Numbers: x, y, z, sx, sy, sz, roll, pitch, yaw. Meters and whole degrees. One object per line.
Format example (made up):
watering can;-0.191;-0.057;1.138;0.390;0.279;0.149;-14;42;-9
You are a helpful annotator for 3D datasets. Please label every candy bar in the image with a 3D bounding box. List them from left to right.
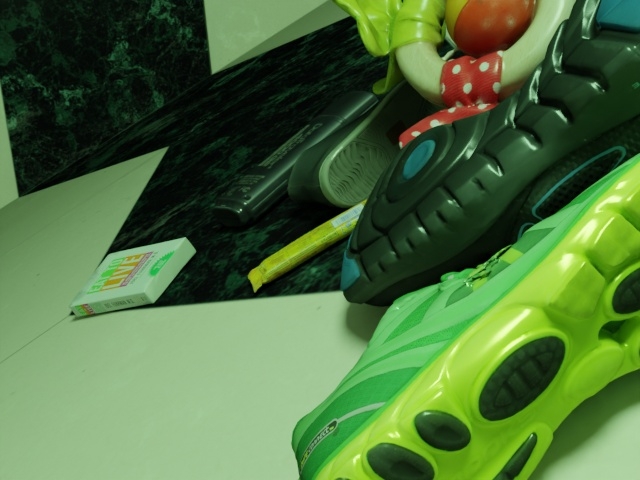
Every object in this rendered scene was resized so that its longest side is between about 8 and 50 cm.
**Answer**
candy bar;0.000;0.000;0.750;0.162;0.018;0.040;-30;24;0

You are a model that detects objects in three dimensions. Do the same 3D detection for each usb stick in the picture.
usb stick;-0.024;-0.110;0.994;0.077;0.045;0.278;7;42;48

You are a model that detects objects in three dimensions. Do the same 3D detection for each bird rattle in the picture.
bird rattle;0.125;-0.173;0.670;0.207;0.143;0.253;-44;44;15

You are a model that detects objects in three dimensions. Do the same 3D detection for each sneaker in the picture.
sneaker;0.060;-0.117;0.845;0.222;0.083;0.118;-38;19;-22
sneaker;0.100;0.038;0.404;0.296;0.109;0.123;-36;25;-12
sneaker;0.145;-0.033;0.510;0.341;0.140;0.125;-38;28;39

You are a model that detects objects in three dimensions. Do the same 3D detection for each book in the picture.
book;-0.228;0.048;0.937;0.144;0.035;0.096;-12;31;36
